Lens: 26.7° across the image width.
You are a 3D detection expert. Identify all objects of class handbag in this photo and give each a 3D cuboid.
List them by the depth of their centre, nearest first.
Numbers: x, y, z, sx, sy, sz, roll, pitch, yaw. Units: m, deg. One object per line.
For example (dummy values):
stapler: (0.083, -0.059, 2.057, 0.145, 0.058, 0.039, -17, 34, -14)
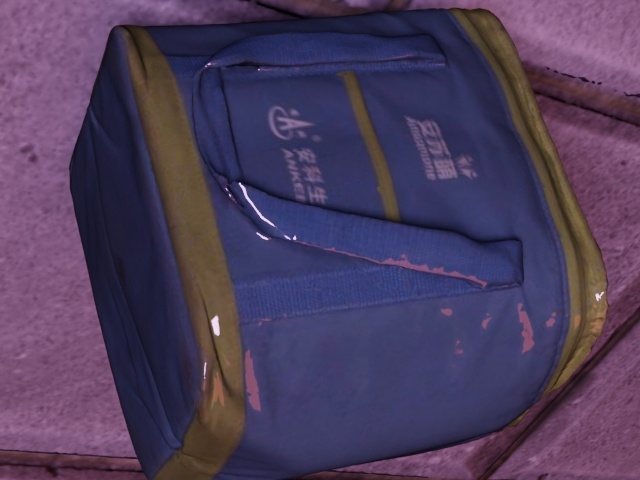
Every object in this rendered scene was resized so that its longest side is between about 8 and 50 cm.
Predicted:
handbag: (0.000, 0.000, 0.771, 0.241, 0.263, 0.222, -9, 153, -22)
